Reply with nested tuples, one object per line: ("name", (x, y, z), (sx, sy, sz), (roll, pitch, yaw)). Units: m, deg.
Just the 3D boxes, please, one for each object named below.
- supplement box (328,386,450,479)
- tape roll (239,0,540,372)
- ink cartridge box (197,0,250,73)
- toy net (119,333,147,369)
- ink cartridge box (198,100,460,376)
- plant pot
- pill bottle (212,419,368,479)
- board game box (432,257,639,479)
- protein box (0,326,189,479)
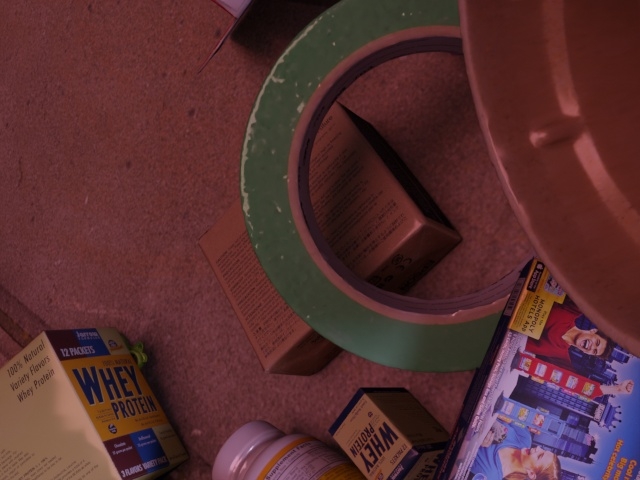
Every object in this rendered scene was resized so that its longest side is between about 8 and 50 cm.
("supplement box", (0.070, 0.187, 0.662), (0.083, 0.083, 0.056), (44, 108, 35))
("tape roll", (0.096, -0.053, 0.597), (0.322, 0.077, 0.321), (0, 94, 6))
("ink cartridge box", (-0.094, -0.353, 0.784), (0.271, 0.130, 0.309), (-52, 15, 17))
("toy net", (-0.291, 0.244, 0.959), (0.122, 0.045, 0.232), (9, 87, 22))
("ink cartridge box", (0.000, 0.000, 0.756), (0.235, 0.088, 0.193), (-45, 56, 21))
("plant pot", (0.286, -0.131, 0.399), (0.306, 0.333, 0.333), (-18, 63, -7))
("pill bottle", (-0.007, 0.262, 0.683), (0.208, 0.118, 0.117), (25, 95, 38))
("board game box", (0.211, 0.138, 0.528), (0.194, 0.060, 0.194), (23, 88, 5))
("protein box", (-0.314, 0.246, 0.869), (0.200, 0.136, 0.201), (-39, 73, 14))
